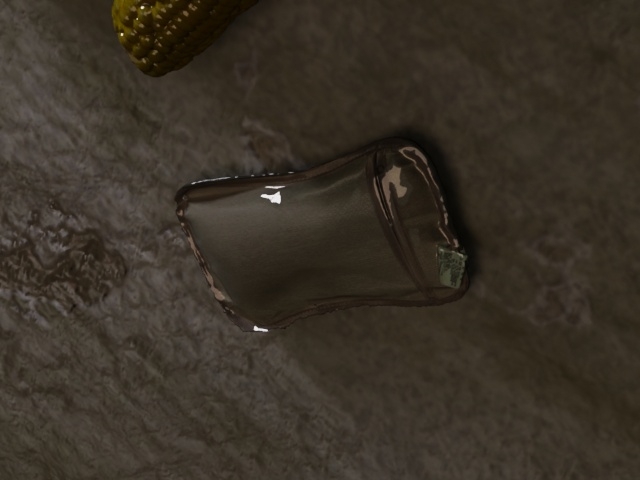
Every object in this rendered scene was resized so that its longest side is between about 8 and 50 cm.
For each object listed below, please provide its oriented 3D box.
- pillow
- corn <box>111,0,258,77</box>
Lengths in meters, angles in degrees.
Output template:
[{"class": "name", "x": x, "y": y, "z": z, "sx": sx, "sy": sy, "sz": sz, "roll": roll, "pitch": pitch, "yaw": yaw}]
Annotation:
[{"class": "pillow", "x": 0.000, "y": 0.000, "z": 1.429, "sx": 0.233, "sy": 0.038, "sz": 0.130, "roll": -11, "pitch": 111, "yaw": 35}, {"class": "corn", "x": -0.061, "y": -0.204, "z": 1.326, "sx": 0.097, "sy": 0.097, "sz": 0.262, "roll": 47, "pitch": 133, "yaw": 2}]
